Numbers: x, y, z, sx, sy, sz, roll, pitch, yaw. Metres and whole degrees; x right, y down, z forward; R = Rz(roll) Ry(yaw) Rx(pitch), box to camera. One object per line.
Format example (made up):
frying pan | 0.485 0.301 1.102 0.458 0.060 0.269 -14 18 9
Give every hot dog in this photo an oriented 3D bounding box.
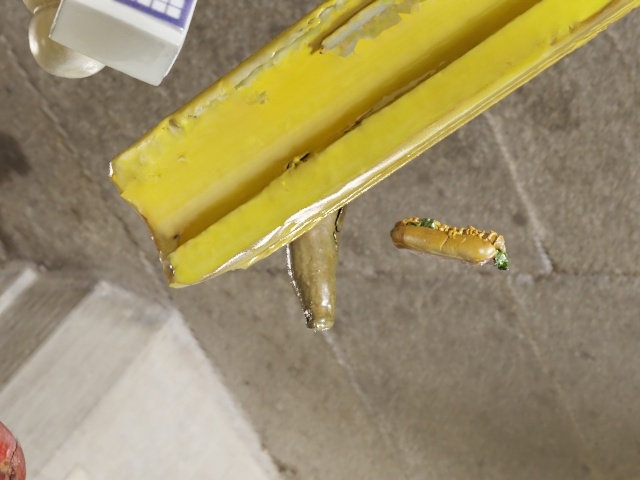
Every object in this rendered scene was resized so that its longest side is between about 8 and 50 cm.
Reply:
hot dog | 0.183 0.001 1.660 0.188 0.072 0.055 11 96 33

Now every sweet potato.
sweet potato | -0.007 -0.002 1.737 0.085 0.286 0.112 16 157 -19

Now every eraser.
eraser | -0.178 -0.299 1.208 0.124 0.279 0.081 22 142 -15

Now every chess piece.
chess piece | -0.304 -0.322 1.397 0.142 0.142 0.261 -12 84 47

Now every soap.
soap | 0.045 -0.101 0.702 0.324 0.204 0.096 -34 89 18

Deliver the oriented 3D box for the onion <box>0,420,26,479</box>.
onion | -0.384 0.221 1.181 0.183 0.147 0.184 -2 125 -3
